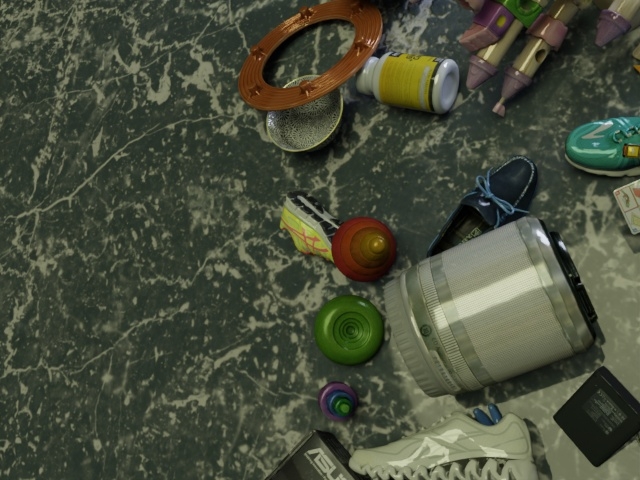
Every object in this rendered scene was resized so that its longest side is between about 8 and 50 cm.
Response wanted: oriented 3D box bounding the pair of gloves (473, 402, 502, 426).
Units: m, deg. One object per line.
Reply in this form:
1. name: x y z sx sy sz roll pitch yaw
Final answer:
1. pair of gloves: 0.247 0.364 1.074 0.198 0.023 0.159 -33 62 12

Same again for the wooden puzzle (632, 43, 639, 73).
1. wooden puzzle: 0.584 -0.325 1.148 0.116 0.014 0.078 -45 64 6

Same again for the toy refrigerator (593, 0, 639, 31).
1. toy refrigerator: 0.506 -0.508 1.200 0.102 0.094 0.269 -32 63 13

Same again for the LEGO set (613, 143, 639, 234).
1. LEGO set: 0.547 -0.053 0.990 0.183 0.060 0.244 -25 93 16

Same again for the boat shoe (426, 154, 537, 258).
1. boat shoe: 0.283 -0.039 1.153 0.109 0.089 0.258 34 90 31

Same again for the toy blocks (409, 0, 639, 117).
1. toy blocks: 0.316 -0.361 1.103 0.260 0.289 0.309 -57 42 13

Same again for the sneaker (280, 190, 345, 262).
1. sneaker: 0.000 0.000 1.295 0.208 0.082 0.094 46 125 23

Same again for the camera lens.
1. camera lens: 0.263 0.104 1.038 0.274 0.219 0.219 -25 64 17

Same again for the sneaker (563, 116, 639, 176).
1. sneaker: 0.530 -0.169 1.065 0.276 0.110 0.106 -2 72 26

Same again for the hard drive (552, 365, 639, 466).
1. hard drive: 0.407 0.259 0.981 0.094 0.022 0.135 52 142 30

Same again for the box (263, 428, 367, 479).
1. box: 0.018 0.560 1.077 0.318 0.097 0.395 -46 59 2

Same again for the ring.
1. ring: -0.030 -0.398 1.396 0.337 0.032 0.336 -18 45 19

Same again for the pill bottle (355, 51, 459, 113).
1. pill bottle: 0.164 -0.307 1.293 0.184 0.103 0.103 16 81 29

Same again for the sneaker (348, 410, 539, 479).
1. sneaker: 0.188 0.332 1.052 0.292 0.110 0.118 -8 60 21

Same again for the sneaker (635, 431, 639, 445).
1. sneaker: 0.606 0.320 0.878 0.410 0.158 0.182 39 123 29

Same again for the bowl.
1. bowl: -0.018 -0.244 1.374 0.170 0.080 0.170 -8 69 23

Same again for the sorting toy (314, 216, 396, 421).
1. sorting toy: 0.064 0.132 1.153 0.127 0.126 0.365 12 84 -7
